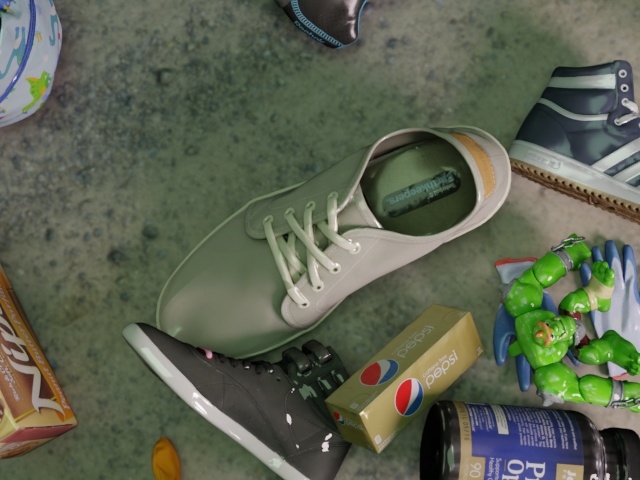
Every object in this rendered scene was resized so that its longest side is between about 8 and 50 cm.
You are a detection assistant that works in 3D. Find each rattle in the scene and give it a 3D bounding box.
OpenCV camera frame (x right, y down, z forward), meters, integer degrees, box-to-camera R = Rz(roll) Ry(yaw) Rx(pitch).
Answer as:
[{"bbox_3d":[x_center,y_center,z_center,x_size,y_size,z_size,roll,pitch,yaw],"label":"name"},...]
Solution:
[{"bbox_3d":[-0.099,0.289,1.156,0.200,0.130,0.142,-19,39,37],"label":"rattle"}]

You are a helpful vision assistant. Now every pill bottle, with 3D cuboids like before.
[{"bbox_3d":[0.223,0.237,1.123,0.219,0.123,0.122,5,82,-5],"label":"pill bottle"}]

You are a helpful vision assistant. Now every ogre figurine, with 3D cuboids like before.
[{"bbox_3d":[0.268,0.100,1.144,0.118,0.097,0.197,-16,94,-12],"label":"ogre figurine"}]

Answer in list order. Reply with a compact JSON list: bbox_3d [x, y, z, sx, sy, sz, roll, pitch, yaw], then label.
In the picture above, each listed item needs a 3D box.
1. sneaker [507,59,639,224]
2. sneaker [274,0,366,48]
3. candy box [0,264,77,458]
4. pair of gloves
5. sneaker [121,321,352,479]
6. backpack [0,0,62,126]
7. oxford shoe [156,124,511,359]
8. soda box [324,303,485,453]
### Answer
[{"bbox_3d":[0.362,-0.101,1.177,0.282,0.099,0.153,23,87,12],"label":"sneaker"},{"bbox_3d":[0.078,-0.378,1.261,0.341,0.125,0.139,-47,107,-4],"label":"sneaker"},{"bbox_3d":[-0.404,0.090,1.197,0.088,0.183,0.316,-29,79,3],"label":"candy box"},{"bbox_3d":[0.290,0.085,1.197,0.198,0.023,0.159,-9,81,6],"label":"pair of gloves"},{"bbox_3d":[-0.071,0.146,1.165,0.296,0.104,0.147,40,82,-16],"label":"sneaker"},{"bbox_3d":[-0.485,-0.239,1.240,0.356,0.273,0.290,-8,78,28],"label":"backpack"},{"bbox_3d":[0.000,0.000,1.180,0.449,0.130,0.169,-28,83,11],"label":"oxford shoe"},{"bbox_3d":[0.094,0.145,1.145,0.181,0.061,0.058,-39,118,-27],"label":"soda box"}]
